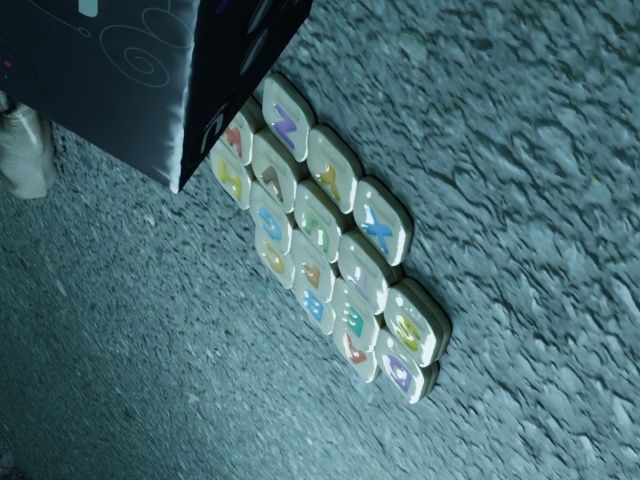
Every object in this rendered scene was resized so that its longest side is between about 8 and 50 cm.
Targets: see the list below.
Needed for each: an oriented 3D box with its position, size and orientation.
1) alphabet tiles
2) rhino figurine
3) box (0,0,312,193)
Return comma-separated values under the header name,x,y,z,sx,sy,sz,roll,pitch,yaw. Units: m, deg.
name,x,y,z,sx,sy,sz,roll,pitch,yaw
alphabet tiles,0.000,0.000,1.211,0.284,0.021,0.278,49,158,20
rhino figurine,-0.347,-0.133,1.715,0.106,0.073,0.243,53,158,21
box,-0.089,-0.167,0.676,0.165,0.143,0.270,30,155,6
